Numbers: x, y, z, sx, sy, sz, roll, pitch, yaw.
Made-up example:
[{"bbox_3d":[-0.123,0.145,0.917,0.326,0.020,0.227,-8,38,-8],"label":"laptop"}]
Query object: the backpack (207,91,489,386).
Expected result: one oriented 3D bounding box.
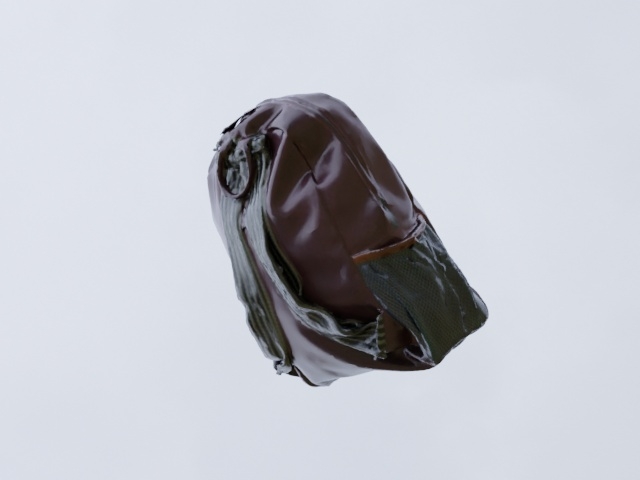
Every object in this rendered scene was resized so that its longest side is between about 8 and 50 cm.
[{"bbox_3d":[0.000,0.000,1.009,0.197,0.283,0.317,-35,-84,-34],"label":"backpack"}]
